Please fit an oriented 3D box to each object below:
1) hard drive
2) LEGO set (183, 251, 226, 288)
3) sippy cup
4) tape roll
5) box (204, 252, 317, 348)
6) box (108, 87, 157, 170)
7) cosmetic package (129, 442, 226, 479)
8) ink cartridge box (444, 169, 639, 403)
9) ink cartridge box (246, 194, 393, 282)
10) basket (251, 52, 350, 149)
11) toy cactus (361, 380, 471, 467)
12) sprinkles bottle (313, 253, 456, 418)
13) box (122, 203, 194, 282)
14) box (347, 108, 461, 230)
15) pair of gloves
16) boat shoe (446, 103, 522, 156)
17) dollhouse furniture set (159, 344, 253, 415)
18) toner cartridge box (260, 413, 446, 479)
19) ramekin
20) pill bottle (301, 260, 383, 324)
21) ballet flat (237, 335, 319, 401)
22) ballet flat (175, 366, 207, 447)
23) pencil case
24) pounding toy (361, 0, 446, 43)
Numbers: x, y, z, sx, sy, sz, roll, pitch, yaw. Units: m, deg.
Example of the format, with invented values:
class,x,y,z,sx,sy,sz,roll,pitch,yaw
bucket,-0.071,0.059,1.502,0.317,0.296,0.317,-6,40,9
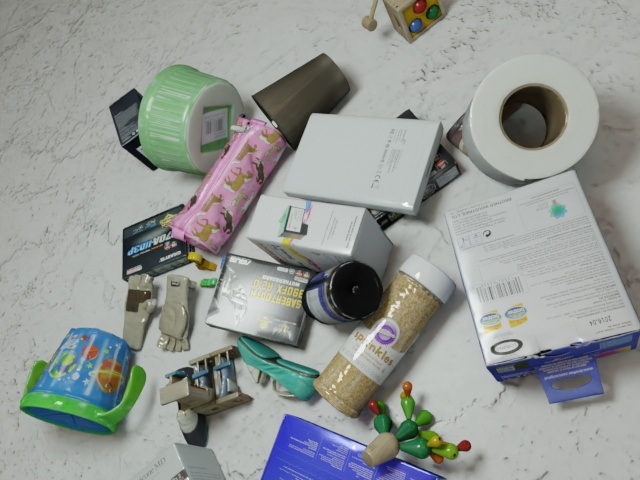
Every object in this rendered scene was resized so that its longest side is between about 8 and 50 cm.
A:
class,x,y,z,sx,sy,sz,roll,pitch,yaw
hard drive,0.098,-0.194,1.354,0.353,0.047,0.233,11,73,30
LEGO set,-0.301,0.077,1.463,0.227,0.093,0.087,-1,67,26
sippy cup,-0.600,0.351,1.417,0.305,0.240,0.224,16,58,-8
tape roll,0.426,-0.243,1.159,0.246,0.169,0.246,0,93,9
box,-0.140,0.142,1.335,0.230,0.056,0.183,12,71,10
box,-0.560,-0.351,1.756,0.108,0.153,0.207,-33,57,8
cosmetic package,-0.293,0.563,1.195,0.151,0.151,0.184,-40,56,2
ink cartridge box,0.420,0.099,1.067,0.269,0.151,0.396,-19,59,18
ink cartridge box,0.000,0.000,1.287,0.278,0.201,0.117,10,71,29
basket,-0.043,-0.392,1.530,0.227,0.154,0.204,-38,67,1
toy cactus,0.158,0.370,1.066,0.180,0.112,0.219,-21,35,-35
sprinkles bottle,0.136,0.200,1.177,0.121,0.121,0.355,35,86,34
box,-0.469,0.011,1.602,0.220,0.051,0.175,-20,60,16
box,0.171,-0.166,1.368,0.270,0.060,0.216,-35,57,7
pair of gloves,-0.439,0.191,1.490,0.240,0.042,0.204,-2,83,30
boat shoe,0.408,-0.328,1.306,0.092,0.103,0.285,41,94,29
dollhouse furniture set,-0.262,0.311,1.279,0.128,0.183,0.129,-23,59,15
toner cartridge box,0.056,0.486,1.108,0.347,0.075,0.165,13,74,30
ramekin,-0.347,-0.328,1.562,0.148,0.303,0.304,18,76,24
pill bottle,0.036,0.119,1.204,0.219,0.122,0.123,-30,41,67
ballet flat,-0.112,0.300,1.278,0.247,0.083,0.087,19,90,33
ballet flat,-0.322,0.400,1.336,0.074,0.074,0.203,-24,59,14
pencil case,-0.249,-0.148,1.494,0.386,0.167,0.160,-59,29,-6
pounding toy,0.216,-0.618,1.486,0.206,0.181,0.094,-37,57,6
